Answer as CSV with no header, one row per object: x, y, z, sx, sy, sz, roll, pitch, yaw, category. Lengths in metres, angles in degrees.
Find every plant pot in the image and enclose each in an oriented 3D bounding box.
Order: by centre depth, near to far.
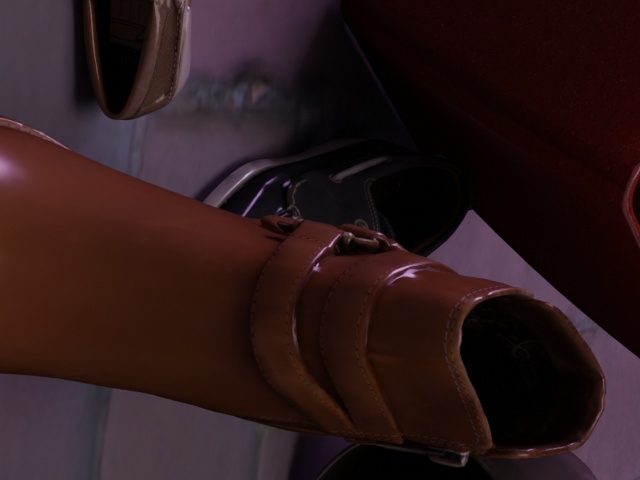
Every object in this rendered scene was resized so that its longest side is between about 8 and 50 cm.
0.173,-0.113,1.067,0.267,0.236,0.267,-53,148,-11,plant pot

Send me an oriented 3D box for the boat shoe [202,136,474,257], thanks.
0.000,0.000,0.987,0.233,0.079,0.084,-30,128,-53,boat shoe

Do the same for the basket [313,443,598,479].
0.088,0.198,1.164,0.227,0.154,0.204,-7,107,-66,basket

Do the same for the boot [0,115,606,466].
-0.040,0.030,0.733,0.283,0.220,0.109,26,79,-50,boot

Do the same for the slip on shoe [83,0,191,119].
-0.081,-0.116,0.815,0.041,0.051,0.135,-43,144,-54,slip on shoe
